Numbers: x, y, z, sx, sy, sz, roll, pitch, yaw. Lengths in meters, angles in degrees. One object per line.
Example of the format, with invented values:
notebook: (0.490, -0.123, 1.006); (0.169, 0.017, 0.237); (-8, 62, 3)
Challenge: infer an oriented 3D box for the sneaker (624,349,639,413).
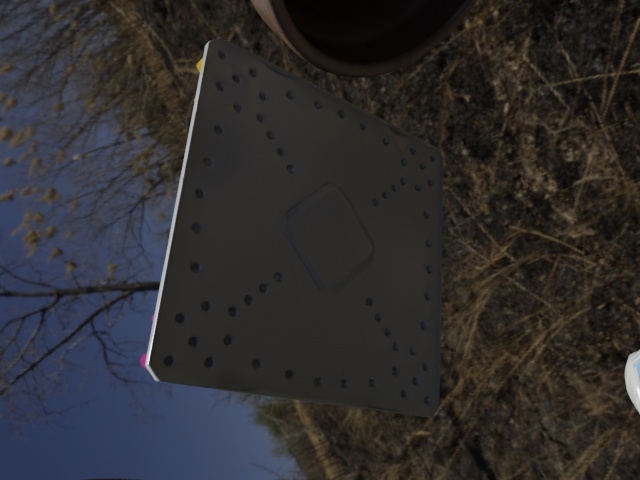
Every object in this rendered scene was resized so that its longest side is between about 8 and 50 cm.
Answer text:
sneaker: (0.293, 0.153, 0.334); (0.237, 0.085, 0.086); (50, 143, 8)

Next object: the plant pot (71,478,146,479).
plant pot: (-0.111, 0.354, 0.358); (0.323, 0.323, 0.280); (95, -169, -79)

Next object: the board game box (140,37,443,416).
board game box: (0.000, 0.000, 0.692); (0.050, 0.390, 0.389); (-20, 59, 51)

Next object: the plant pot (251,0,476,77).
plant pot: (0.006, -0.317, 0.508); (0.229, 0.263, 0.263); (48, 165, 36)
